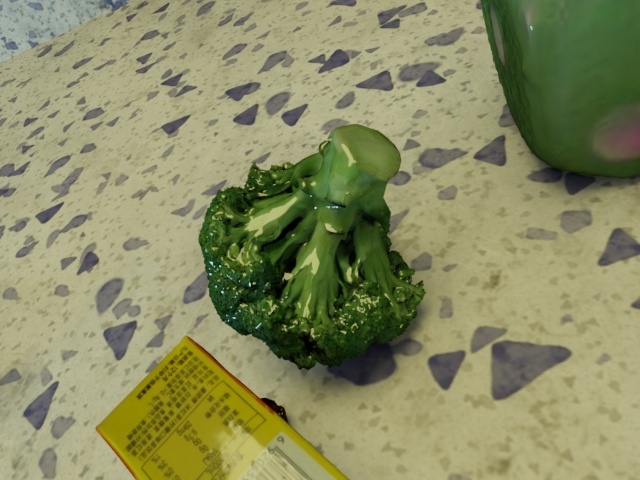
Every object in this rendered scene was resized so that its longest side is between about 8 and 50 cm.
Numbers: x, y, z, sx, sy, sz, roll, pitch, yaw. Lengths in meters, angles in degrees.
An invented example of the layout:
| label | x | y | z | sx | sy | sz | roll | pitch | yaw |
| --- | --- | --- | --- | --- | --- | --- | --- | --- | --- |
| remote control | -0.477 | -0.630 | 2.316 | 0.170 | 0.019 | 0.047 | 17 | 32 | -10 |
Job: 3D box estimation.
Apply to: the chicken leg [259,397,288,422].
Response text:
| label | x | y | z | sx | sy | sz | roll | pitch | yaw |
| --- | --- | --- | --- | --- | --- | --- | --- | --- | --- |
| chicken leg | -0.111 | 0.248 | 0.601 | 0.205 | 0.053 | 0.093 | -43 | 58 | -11 |

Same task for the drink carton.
| label | x | y | z | sx | sy | sz | roll | pitch | yaw |
| --- | --- | --- | --- | --- | --- | --- | --- | --- | --- |
| drink carton | -0.008 | 0.231 | 0.443 | 0.351 | 0.155 | 0.111 | 30 | 69 | 35 |

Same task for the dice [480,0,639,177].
| label | x | y | z | sx | sy | sz | roll | pitch | yaw |
| --- | --- | --- | --- | --- | --- | --- | --- | --- | --- |
| dice | 0.367 | -0.291 | 0.672 | 0.330 | 0.318 | 0.322 | -14 | 43 | 15 |

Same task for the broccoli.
| label | x | y | z | sx | sy | sz | roll | pitch | yaw |
| --- | --- | --- | --- | --- | --- | --- | --- | --- | --- |
| broccoli | 0.000 | 0.000 | 0.645 | 0.270 | 0.269 | 0.270 | -96 | 29 | -47 |
